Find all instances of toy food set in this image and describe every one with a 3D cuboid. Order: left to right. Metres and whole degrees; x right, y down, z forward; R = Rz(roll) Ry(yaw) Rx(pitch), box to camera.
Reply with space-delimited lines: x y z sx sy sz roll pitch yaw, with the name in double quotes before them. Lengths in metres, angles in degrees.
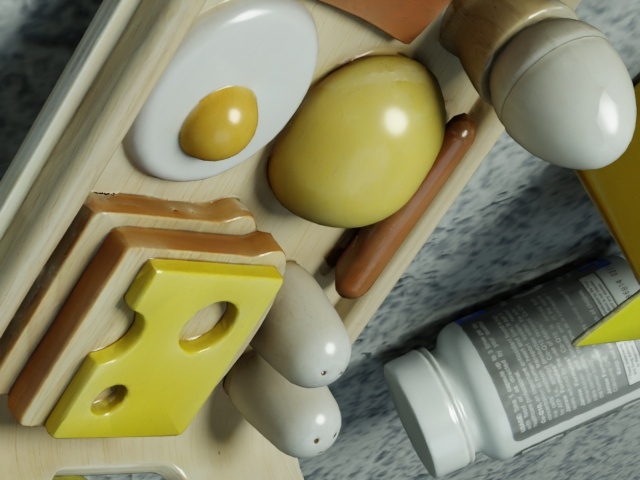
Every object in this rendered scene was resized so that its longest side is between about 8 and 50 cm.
"toy food set" 0.000 0.000 0.685 0.220 0.092 0.306 5 126 -49

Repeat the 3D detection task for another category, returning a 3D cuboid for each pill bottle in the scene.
"pill bottle" 0.108 0.067 0.997 0.137 0.078 0.078 -23 155 -7

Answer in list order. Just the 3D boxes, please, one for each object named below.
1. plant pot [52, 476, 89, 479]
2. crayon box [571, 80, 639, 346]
"plant pot" -0.137 0.167 0.939 0.134 0.095 0.134 -22 155 -11
"crayon box" 0.256 -0.072 0.862 0.202 0.081 0.318 -1 145 -42
